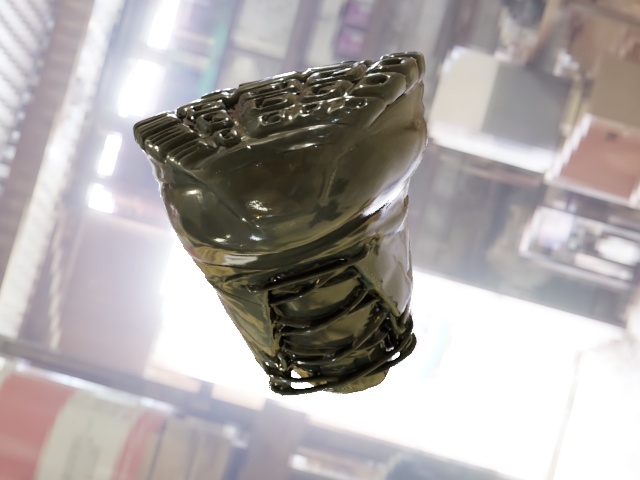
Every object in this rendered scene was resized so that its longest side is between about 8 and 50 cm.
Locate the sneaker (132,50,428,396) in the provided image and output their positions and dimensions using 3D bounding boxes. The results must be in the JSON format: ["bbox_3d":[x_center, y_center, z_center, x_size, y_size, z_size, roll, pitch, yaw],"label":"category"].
[{"bbox_3d":[0.000,0.000,0.645,0.286,0.109,0.130,-14,-89,-86],"label":"sneaker"}]
